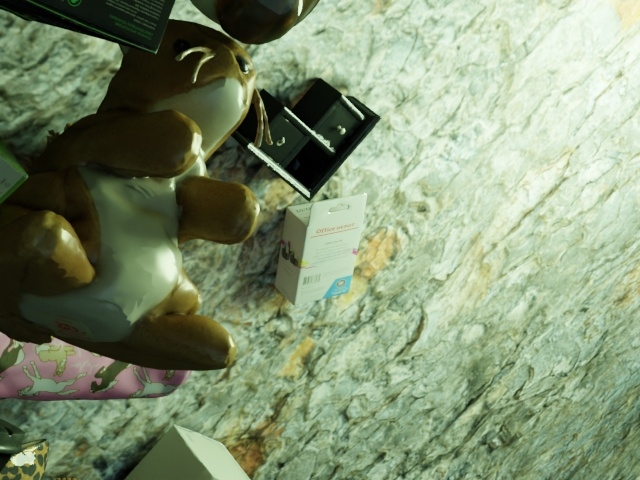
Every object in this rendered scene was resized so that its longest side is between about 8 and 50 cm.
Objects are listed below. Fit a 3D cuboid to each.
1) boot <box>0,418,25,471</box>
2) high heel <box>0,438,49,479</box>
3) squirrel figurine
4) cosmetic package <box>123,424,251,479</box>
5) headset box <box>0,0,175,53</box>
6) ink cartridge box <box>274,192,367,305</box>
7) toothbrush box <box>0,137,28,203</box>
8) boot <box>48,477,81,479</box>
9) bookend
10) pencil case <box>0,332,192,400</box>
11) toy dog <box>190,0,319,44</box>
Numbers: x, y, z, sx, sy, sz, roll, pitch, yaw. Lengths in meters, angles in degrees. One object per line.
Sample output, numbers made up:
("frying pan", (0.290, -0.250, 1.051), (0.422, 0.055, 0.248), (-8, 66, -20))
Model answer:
("boot", (-0.507, 0.302, 1.187), (0.348, 0.131, 0.260), (9, 96, -40))
("high heel", (-0.491, 0.282, 1.492), (0.186, 0.093, 0.261), (-51, 129, -28))
("squirrel figurine", (-0.237, -0.071, 1.220), (0.281, 0.397, 0.370), (33, 61, -35))
("cosmetic package", (-0.257, 0.453, 1.734), (0.296, 0.129, 0.153), (-49, 143, 3))
("headset box", (-0.303, -0.296, 1.040), (0.246, 0.283, 0.131), (18, 93, -45))
("ink cartridge box", (0.000, 0.000, 1.648), (0.104, 0.061, 0.181), (-12, 128, -32))
("toothbrush box", (-0.442, -0.090, 1.074), (0.206, 0.283, 0.122), (-44, 138, -3))
("boot", (-0.417, 0.414, 1.647), (0.158, 0.059, 0.084), (-21, 136, -13))
("bookend", (-0.024, -0.161, 1.500), (0.157, 0.072, 0.156), (-48, 137, 2))
("pencil case", (-0.348, 0.122, 1.403), (0.386, 0.160, 0.167), (5, 81, -39))
("toy dog", (-0.065, -0.406, 1.136), (0.395, 0.284, 0.408), (-24, 135, -21))
